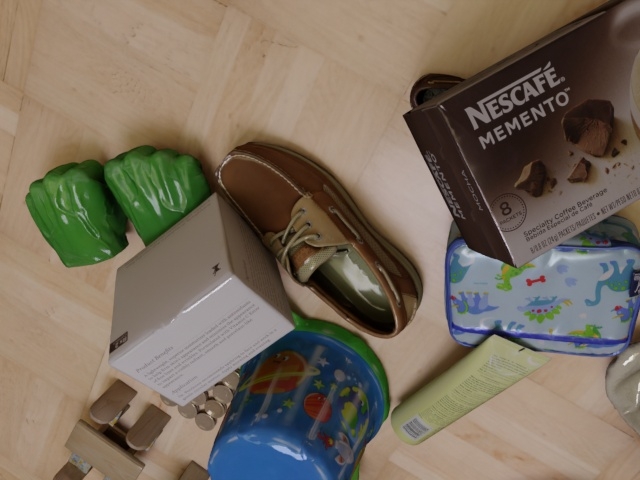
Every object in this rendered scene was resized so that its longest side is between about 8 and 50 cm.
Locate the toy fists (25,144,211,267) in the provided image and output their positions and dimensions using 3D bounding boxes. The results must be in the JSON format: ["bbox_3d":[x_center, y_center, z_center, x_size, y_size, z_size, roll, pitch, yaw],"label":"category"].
[{"bbox_3d":[-0.285,-0.057,0.773,0.279,0.096,0.142,-9,120,18],"label":"toy fists"}]

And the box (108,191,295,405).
[{"bbox_3d":[-0.150,0.069,0.675,0.181,0.182,0.119,-36,127,10],"label":"box"}]

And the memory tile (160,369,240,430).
[{"bbox_3d":[-0.198,0.245,0.904,0.113,0.012,0.148,33,115,2],"label":"memory tile"}]

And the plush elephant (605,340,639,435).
[{"bbox_3d":[0.470,0.241,0.595,0.272,0.330,0.255,-3,87,3],"label":"plush elephant"}]

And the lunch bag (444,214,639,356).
[{"bbox_3d":[0.261,0.055,0.652,0.219,0.090,0.176,4,124,15],"label":"lunch bag"}]

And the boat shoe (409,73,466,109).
[{"bbox_3d":[0.200,-0.136,0.615,0.207,0.073,0.073,16,110,8],"label":"boat shoe"}]

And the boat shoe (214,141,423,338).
[{"bbox_3d":[0.000,0.000,0.696,0.324,0.120,0.122,39,115,-1],"label":"boat shoe"}]

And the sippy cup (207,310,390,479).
[{"bbox_3d":[-0.035,0.262,0.748,0.305,0.224,0.240,35,116,1],"label":"sippy cup"}]

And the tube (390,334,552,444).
[{"bbox_3d":[0.186,0.199,0.722,0.062,0.070,0.240,55,133,19],"label":"tube"}]

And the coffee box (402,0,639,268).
[{"bbox_3d":[0.255,-0.122,0.522,0.297,0.119,0.168,-28,101,-1],"label":"coffee box"}]

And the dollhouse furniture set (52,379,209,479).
[{"bbox_3d":[-0.339,0.412,0.925,0.242,0.161,0.212,35,115,1],"label":"dollhouse furniture set"}]
